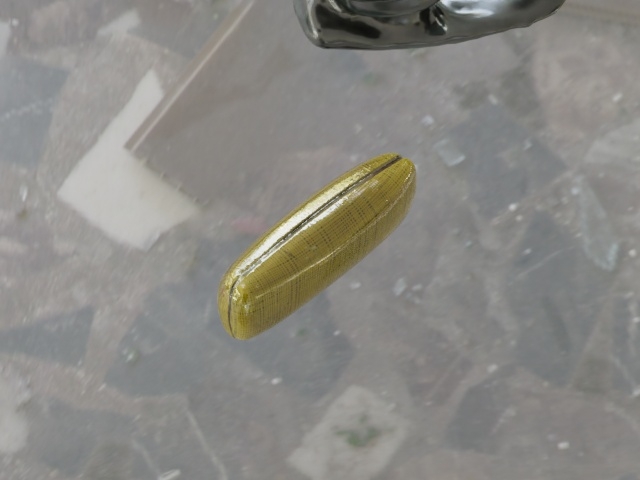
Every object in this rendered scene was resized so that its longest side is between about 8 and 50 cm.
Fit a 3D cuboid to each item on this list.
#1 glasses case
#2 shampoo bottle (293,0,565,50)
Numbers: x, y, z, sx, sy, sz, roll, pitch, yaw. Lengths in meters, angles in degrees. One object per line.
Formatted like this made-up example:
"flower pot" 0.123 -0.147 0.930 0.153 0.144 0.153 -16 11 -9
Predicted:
"glasses case" 0.000 0.000 1.200 0.064 0.079 0.234 31 50 28
"shampoo bottle" 0.003 -0.146 0.239 0.101 0.284 0.101 -4 47 5
